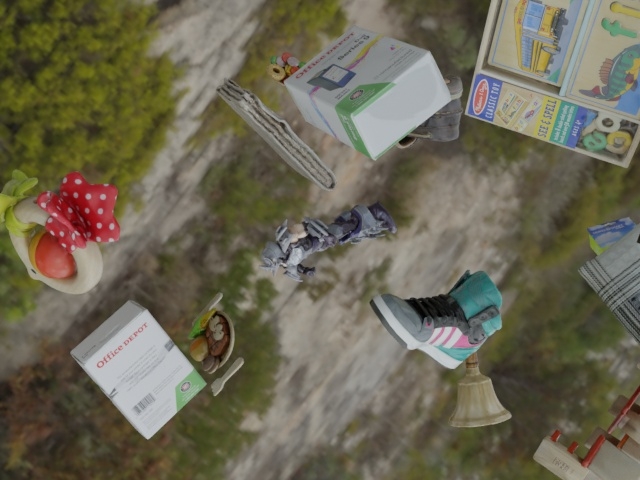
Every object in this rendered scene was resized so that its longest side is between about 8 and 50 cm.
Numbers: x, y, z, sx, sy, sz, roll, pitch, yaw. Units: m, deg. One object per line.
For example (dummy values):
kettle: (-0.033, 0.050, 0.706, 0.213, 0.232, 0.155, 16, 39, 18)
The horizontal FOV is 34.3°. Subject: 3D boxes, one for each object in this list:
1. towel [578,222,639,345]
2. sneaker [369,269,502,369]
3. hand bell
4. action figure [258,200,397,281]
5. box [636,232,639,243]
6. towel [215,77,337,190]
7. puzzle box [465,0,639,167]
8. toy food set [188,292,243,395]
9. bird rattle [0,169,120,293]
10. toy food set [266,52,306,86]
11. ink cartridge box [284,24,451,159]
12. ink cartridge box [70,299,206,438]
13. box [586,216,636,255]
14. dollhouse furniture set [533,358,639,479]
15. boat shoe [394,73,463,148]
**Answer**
towel: (0.640, 0.074, 1.676, 0.324, 0.312, 0.056, -33, 160, -9)
sneaker: (0.225, 0.121, 1.826, 0.178, 0.124, 0.295, -42, 143, 14)
hand bell: (0.298, 0.238, 2.058, 0.126, 0.126, 0.242, -12, 93, -70)
action figure: (0.000, 0.000, 2.010, 0.285, 0.099, 0.185, -22, 168, -29)
box: (0.550, -0.037, 1.263, 0.103, 0.261, 0.184, -82, -169, -82)
towel: (-0.090, -0.220, 2.128, 0.049, 0.282, 0.187, -47, -150, -1)
puzzle box: (0.372, -0.302, 1.482, 0.409, 0.272, 0.052, 95, 20, -49)
toy food set: (-0.226, 0.208, 2.142, 0.038, 0.192, 0.132, 14, 129, -39)
bird rattle: (-0.385, -0.012, 1.514, 0.143, 0.253, 0.207, -60, 146, -43)
toy food set: (-0.067, -0.347, 2.113, 0.020, 0.083, 0.083, 118, -3, -54)
ink cartridge box: (0.066, -0.226, 1.550, 0.154, 0.212, 0.093, -39, 124, -10)
ink cartridge box: (-0.353, 0.249, 2.015, 0.160, 0.092, 0.219, -42, 119, -18)
box: (0.670, 0.017, 2.287, 0.178, 0.109, 0.042, -108, -176, -60)
dollhouse furniture set: (0.440, 0.251, 1.503, 0.259, 0.135, 0.262, -44, 158, -29)
boat shoe: (0.127, -0.230, 1.916, 0.132, 0.355, 0.130, -14, 102, -29)
